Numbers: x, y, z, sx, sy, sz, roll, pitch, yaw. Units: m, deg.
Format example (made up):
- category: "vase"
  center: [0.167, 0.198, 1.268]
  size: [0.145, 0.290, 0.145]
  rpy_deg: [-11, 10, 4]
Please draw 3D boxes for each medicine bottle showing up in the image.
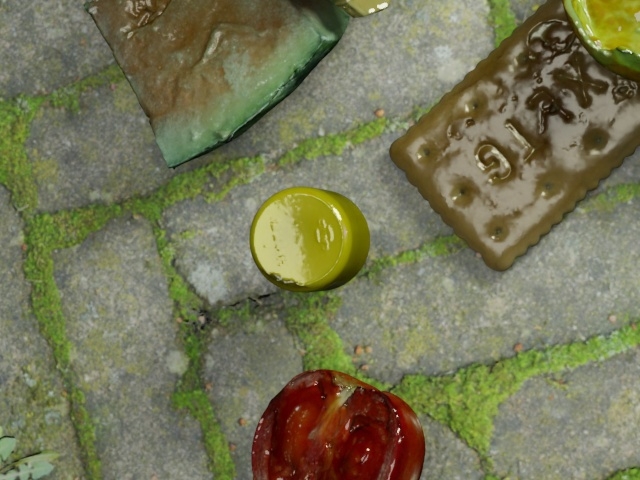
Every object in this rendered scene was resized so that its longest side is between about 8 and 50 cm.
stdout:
- category: "medicine bottle"
  center: [0.000, 0.000, 1.854]
  size: [0.122, 0.212, 0.121]
  rpy_deg: [0, 89, 14]

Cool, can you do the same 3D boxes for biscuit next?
- category: "biscuit"
  center: [0.260, -0.140, 1.881]
  size: [0.325, 0.044, 0.217]
  rpy_deg: [-42, 79, 10]

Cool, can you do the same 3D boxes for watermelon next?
- category: "watermelon"
  center: [-0.110, -0.242, 1.935]
  size: [0.264, 0.151, 0.302]
  rpy_deg: [-39, 63, 13]

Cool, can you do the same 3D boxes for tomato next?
- category: "tomato"
  center: [0.038, 0.270, 1.883]
  size: [0.233, 0.140, 0.200]
  rpy_deg: [24, 88, 47]

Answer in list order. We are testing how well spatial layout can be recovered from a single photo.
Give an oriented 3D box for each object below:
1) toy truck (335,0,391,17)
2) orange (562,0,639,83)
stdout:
- category: "toy truck"
  center: [0.042, -0.464, 1.815]
  size: [0.254, 0.181, 0.405]
  rpy_deg: [34, 76, -23]
- category: "orange"
  center: [0.434, -0.279, 1.759]
  size: [0.335, 0.196, 0.262]
  rpy_deg: [16, 75, 7]
